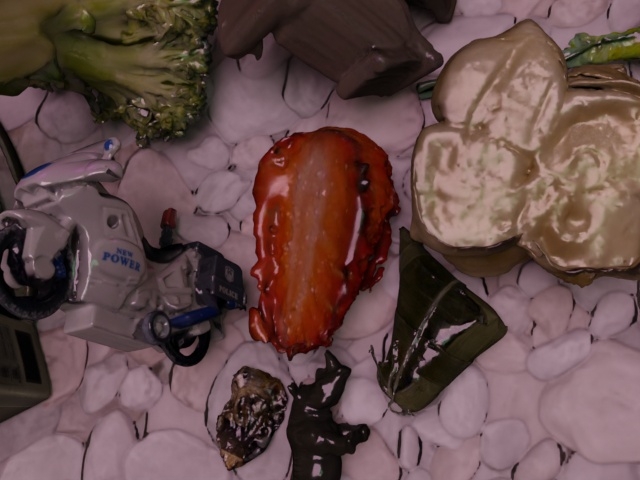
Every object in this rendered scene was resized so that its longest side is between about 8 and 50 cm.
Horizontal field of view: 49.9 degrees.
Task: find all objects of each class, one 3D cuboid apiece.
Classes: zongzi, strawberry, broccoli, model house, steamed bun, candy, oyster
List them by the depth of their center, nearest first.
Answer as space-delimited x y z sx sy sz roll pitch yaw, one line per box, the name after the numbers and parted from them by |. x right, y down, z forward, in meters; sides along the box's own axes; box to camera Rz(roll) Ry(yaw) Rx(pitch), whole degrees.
0.159 -0.062 0.517 0.177 0.106 0.193 2 87 10 | steamed bun
-0.236 -0.142 0.527 0.221 0.252 0.362 21 59 15 | broccoli
0.066 0.064 0.539 0.109 0.055 0.119 -45 60 2 | zongzi
0.206 -0.149 0.553 0.261 0.073 0.077 -10 57 19 | candy
0.000 0.000 0.560 0.121 0.082 0.188 12 90 36 | strawberry
-0.060 0.148 0.564 0.054 0.019 0.083 19 83 16 | oyster
0.034 -0.226 0.569 0.188 0.122 0.230 21 74 -19 | model house

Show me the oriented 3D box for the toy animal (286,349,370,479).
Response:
0.004 0.153 0.534 0.064 0.047 0.136 -4 82 21 | toy animal

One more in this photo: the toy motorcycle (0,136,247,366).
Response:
-0.146 0.009 0.520 0.102 0.221 0.150 -16 61 27 | toy motorcycle

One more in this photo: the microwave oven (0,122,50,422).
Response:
-0.453 0.000 0.574 0.332 0.247 0.395 -26 73 5 | microwave oven
